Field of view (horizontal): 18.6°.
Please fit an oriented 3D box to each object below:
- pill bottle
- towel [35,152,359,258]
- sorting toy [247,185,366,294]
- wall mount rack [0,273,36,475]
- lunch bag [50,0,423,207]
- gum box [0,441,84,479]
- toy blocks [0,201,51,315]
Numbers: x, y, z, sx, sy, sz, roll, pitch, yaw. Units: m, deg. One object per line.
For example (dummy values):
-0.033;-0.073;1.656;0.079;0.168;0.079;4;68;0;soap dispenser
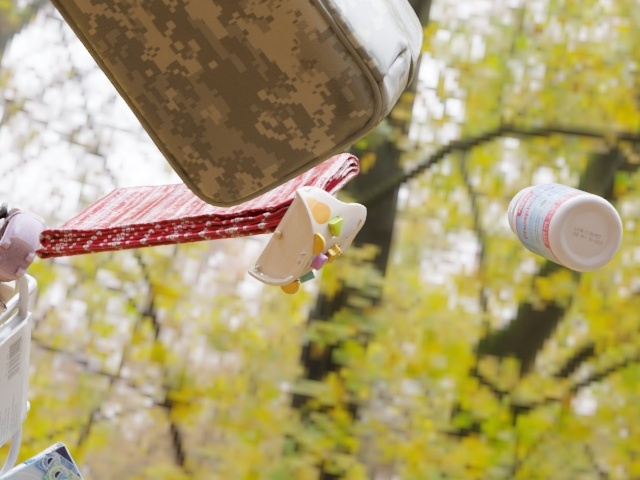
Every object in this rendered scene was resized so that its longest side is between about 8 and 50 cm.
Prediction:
0.272;-0.019;2.218;0.087;0.087;0.160;19;3;-19;pill bottle
-0.114;-0.036;1.871;0.274;0.031;0.199;-7;14;20;towel
0.000;0.000;1.425;0.075;0.045;0.083;-17;-34;-49;sorting toy
-0.468;0.187;2.411;0.130;0.304;0.350;21;-55;18;wall mount rack
-0.056;-0.211;1.611;0.212;0.256;0.305;-30;-76;30;lunch bag
-0.368;0.366;2.452;0.157;0.184;0.041;64;-17;-9;gum box
-0.483;0.060;2.082;0.309;0.289;0.260;28;12;-16;toy blocks
